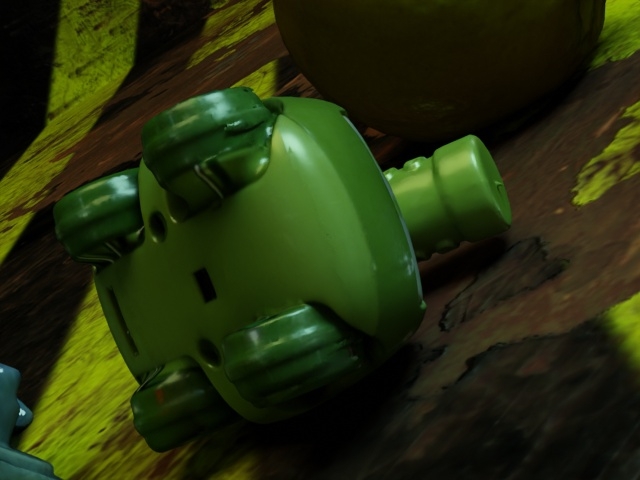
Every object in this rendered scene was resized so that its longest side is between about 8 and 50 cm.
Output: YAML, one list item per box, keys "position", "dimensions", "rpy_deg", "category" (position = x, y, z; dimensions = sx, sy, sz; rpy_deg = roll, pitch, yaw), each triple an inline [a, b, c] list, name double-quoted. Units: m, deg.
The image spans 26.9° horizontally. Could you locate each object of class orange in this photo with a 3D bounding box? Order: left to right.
- position: [0.087, -0.206, 0.902]
  dimensions: [0.235, 0.279, 0.279]
  rpy_deg: [8, 27, 11]
  category: "orange"

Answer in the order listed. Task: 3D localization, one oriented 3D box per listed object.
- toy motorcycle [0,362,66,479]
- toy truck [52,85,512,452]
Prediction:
- position: [-0.269, 0.075, 0.732]
  dimensions: [0.182, 0.241, 0.319]
  rpy_deg: [-45, 18, -21]
  category: "toy motorcycle"
- position: [-0.020, 0.008, 0.669]
  dimensions: [0.187, 0.148, 0.211]
  rpy_deg: [-26, -5, 32]
  category: "toy truck"
